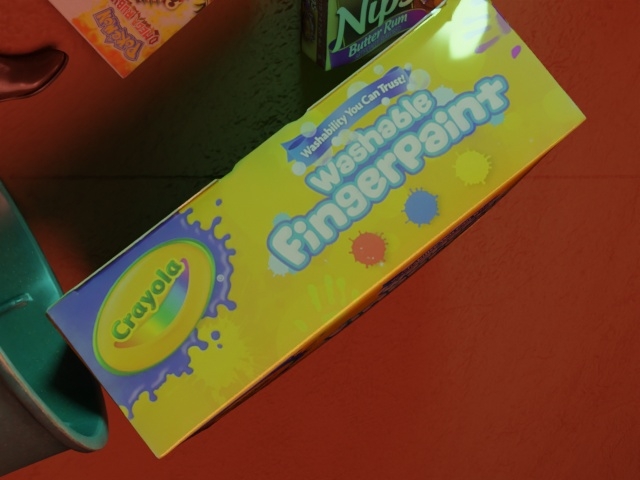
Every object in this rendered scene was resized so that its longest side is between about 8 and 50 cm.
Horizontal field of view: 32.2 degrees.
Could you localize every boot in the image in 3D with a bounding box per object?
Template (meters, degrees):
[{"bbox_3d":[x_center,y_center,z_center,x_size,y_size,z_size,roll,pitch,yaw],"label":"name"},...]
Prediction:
[{"bbox_3d":[-0.275,-0.165,0.916,0.106,0.037,0.114,-34,137,-13],"label":"boot"}]

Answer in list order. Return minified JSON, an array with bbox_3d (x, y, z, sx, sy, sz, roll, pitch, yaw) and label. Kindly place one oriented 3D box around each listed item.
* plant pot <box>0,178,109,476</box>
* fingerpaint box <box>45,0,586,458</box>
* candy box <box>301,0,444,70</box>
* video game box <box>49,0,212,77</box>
[{"bbox_3d":[-0.391,0.086,0.846,0.334,0.341,0.341,-28,141,-4],"label":"plant pot"},{"bbox_3d":[0.000,0.000,1.062,0.444,0.163,0.371,-38,175,-4],"label":"fingerpaint box"},{"bbox_3d":[0.072,-0.250,1.108,0.186,0.053,0.109,-22,138,-25],"label":"candy box"},{"bbox_3d":[-0.156,-0.260,0.912,0.187,0.048,0.205,-40,142,2],"label":"video game box"}]
